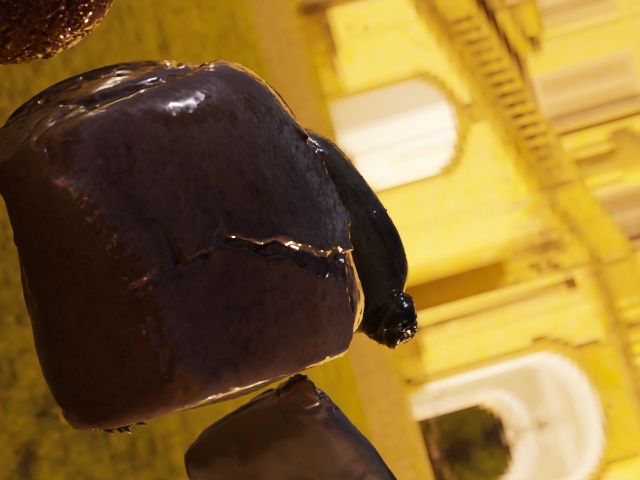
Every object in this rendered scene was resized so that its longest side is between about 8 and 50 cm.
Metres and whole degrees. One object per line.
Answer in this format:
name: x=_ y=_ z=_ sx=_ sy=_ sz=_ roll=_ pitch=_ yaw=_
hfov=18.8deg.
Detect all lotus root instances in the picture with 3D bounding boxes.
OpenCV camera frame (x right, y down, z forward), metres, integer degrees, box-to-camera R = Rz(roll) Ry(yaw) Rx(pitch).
lotus root: x=0.000 y=0.000 z=2.245 sx=0.309 sy=0.173 sz=0.173 roll=56 pitch=-2 yaw=6

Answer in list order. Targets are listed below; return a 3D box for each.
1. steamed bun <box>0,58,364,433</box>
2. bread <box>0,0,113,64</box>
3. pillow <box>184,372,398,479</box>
steamed bun: x=-0.077 y=-0.003 z=1.311 sx=0.301 sy=0.199 sz=0.251 roll=-33 pitch=113 yaw=-75
bread: x=-0.256 y=-0.214 z=1.531 sx=0.064 sy=0.193 sz=0.193 roll=-89 pitch=168 yaw=-47
pillow: x=0.017 y=0.222 z=1.525 sx=0.270 sy=0.173 sz=0.067 roll=46 pitch=38 yaw=-21
